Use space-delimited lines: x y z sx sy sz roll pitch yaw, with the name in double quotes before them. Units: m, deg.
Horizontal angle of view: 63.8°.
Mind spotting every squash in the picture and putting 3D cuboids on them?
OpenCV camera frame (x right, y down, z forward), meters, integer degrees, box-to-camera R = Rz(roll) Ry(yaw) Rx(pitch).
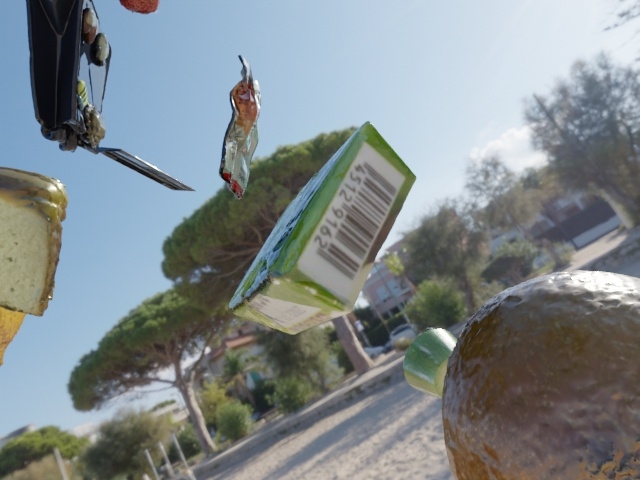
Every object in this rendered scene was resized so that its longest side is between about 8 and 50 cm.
"squash" 0.295 0.307 1.250 0.170 0.170 0.123 -25 16 -15

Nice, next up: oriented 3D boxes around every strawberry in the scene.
"strawberry" -0.395 -0.531 1.113 0.096 0.083 0.083 17 -22 -3

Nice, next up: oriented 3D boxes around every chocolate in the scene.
"chocolate" 0.000 0.000 0.848 0.301 0.137 0.289 -59 10 -26

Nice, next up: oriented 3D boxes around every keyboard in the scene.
"keyboard" -0.311 -0.126 0.935 0.064 0.010 0.198 7 -12 27

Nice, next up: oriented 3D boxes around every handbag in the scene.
"handbag" -0.549 -0.364 1.151 0.122 0.329 0.303 -1 -4 -13

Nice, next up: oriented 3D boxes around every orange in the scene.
"orange" 0.301 0.194 0.500 0.322 0.357 0.322 -24 -57 -43

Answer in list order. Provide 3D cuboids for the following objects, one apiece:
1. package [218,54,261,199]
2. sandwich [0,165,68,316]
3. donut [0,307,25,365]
"package" -0.135 -0.198 0.913 0.040 0.232 0.166 6 -12 6
"sandwich" -0.500 -0.016 0.722 0.251 0.087 0.226 15 -57 -16
"donut" -0.784 0.071 0.980 0.163 0.435 0.377 -57 1 -15
